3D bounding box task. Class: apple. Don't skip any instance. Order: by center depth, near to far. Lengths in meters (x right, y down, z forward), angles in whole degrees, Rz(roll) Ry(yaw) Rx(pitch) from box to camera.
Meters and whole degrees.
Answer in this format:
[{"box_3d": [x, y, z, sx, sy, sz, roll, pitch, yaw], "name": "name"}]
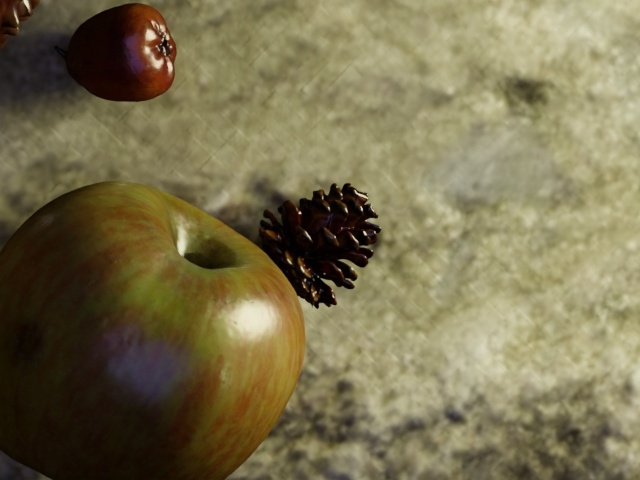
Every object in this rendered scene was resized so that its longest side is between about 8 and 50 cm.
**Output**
[{"box_3d": [-0.153, 0.092, 1.357, 0.264, 0.264, 0.264, -2, 99, -12], "name": "apple"}]

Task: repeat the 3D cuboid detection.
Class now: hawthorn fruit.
[{"box_3d": [-0.168, -0.152, 1.407, 0.093, 0.081, 0.081, -9, 102, 19], "name": "hawthorn fruit"}]

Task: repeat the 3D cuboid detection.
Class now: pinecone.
[{"box_3d": [-0.002, -0.001, 1.458, 0.102, 0.102, 0.109, 45, 64, -15], "name": "pinecone"}]

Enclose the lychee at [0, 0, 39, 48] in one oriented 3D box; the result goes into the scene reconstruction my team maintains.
[{"box_3d": [-0.345, -0.259, 1.240, 0.306, 0.306, 0.330, -10, 122, -11], "name": "lychee"}]
